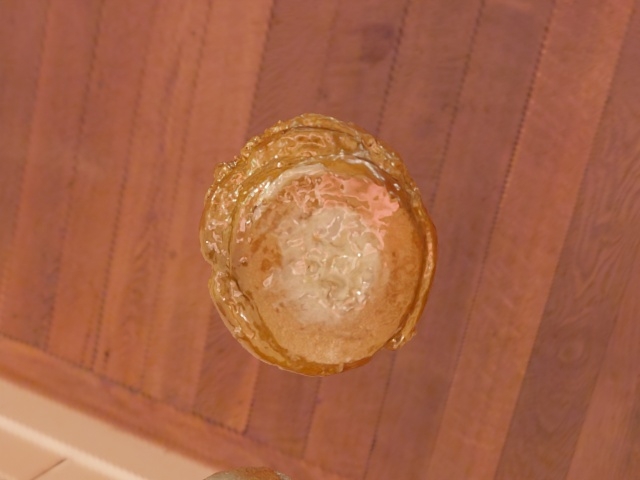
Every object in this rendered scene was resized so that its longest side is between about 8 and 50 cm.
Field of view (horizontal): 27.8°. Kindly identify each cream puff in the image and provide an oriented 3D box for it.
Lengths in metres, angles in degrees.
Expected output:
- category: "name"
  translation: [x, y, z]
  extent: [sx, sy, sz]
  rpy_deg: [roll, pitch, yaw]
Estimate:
- category: "cream puff"
  translation: [-0.004, -0.001, 0.715]
  extent: [0.126, 0.103, 0.144]
  rpy_deg: [-12, 114, -8]

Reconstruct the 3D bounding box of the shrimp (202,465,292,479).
- category: "shrimp"
  translation: [-0.079, 0.199, 0.701]
  extent: [0.068, 0.287, 0.185]
  rpy_deg: [35, 116, 19]
